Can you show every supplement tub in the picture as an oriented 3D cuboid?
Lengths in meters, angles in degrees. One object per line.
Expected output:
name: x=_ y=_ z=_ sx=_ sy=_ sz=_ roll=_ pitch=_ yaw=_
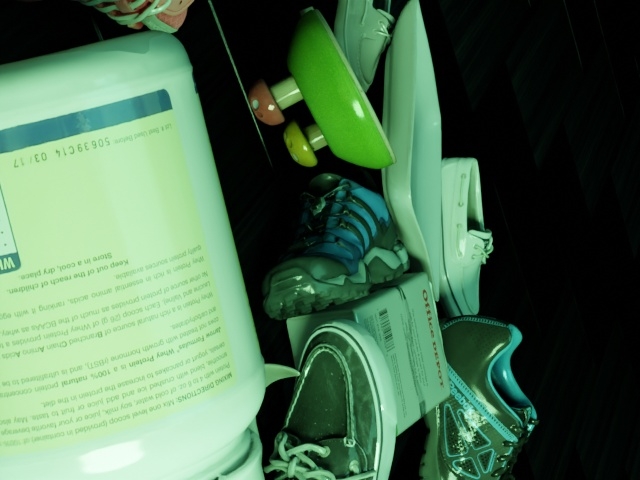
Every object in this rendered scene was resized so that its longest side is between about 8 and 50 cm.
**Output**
supplement tub: x=-0.170 y=0.038 z=0.949 sx=0.235 sy=0.235 sz=0.325 roll=-30 pitch=110 yaw=-61

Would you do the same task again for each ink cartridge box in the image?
ink cartridge box: x=0.058 y=0.130 z=1.530 sx=0.208 sy=0.086 sz=0.153 roll=-20 pitch=100 yaw=-62

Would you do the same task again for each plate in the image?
plate: x=0.111 y=-0.103 z=1.671 sx=0.278 sy=0.045 sz=0.277 roll=68 pitch=22 yaw=-60

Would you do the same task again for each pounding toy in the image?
pounding toy: x=-0.011 y=-0.144 z=1.488 sx=0.183 sy=0.110 sz=0.237 roll=62 pitch=2 yaw=-14

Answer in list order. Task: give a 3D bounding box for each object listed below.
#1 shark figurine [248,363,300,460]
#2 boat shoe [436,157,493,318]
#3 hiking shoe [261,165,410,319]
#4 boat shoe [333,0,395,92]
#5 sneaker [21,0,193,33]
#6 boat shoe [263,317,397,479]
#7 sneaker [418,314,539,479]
shark figurine: x=-0.126 y=0.116 z=1.187 sx=0.278 sy=0.166 sz=0.116 roll=70 pitch=37 yaw=-68
boat shoe: x=0.188 y=0.001 z=1.833 sx=0.083 sy=0.075 sz=0.226 roll=-25 pitch=105 yaw=-62
hiking shoe: x=0.000 y=0.000 z=1.454 sx=0.304 sy=0.113 sz=0.132 roll=-25 pitch=97 yaw=-72
boat shoe: x=0.059 y=-0.258 z=1.667 sx=0.066 sy=0.063 sz=0.184 roll=45 pitch=44 yaw=-50
sneaker: x=-0.155 y=-0.234 z=1.187 sx=0.314 sy=0.115 sz=0.136 roll=-47 pitch=126 yaw=-57
boat shoe: x=-0.003 y=0.231 z=1.364 sx=0.105 sy=0.113 sz=0.306 roll=2 pitch=97 yaw=-57
sneaker: x=0.196 y=0.259 z=1.709 sx=0.125 sy=0.139 sz=0.341 roll=-24 pitch=105 yaw=-64
